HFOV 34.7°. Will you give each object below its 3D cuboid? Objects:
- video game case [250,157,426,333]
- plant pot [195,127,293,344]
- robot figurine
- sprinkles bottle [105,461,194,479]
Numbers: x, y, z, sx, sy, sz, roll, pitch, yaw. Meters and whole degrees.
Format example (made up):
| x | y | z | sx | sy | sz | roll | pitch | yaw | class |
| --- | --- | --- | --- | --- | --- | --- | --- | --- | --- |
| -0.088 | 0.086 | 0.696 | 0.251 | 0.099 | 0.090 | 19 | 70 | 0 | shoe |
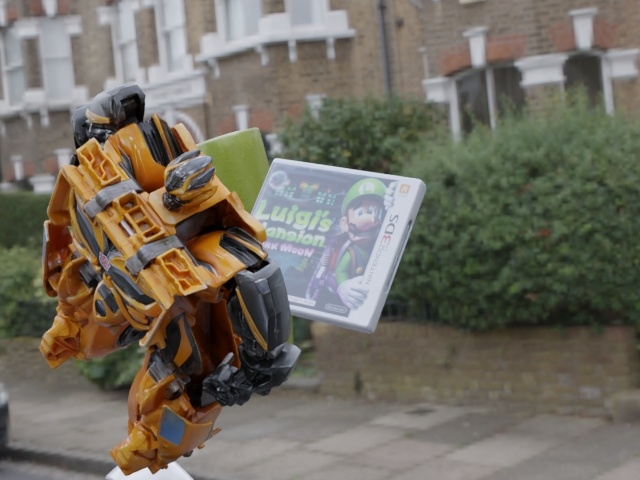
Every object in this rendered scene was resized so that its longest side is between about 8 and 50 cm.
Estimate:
| x | y | z | sx | sy | sz | roll | pitch | yaw | class |
| --- | --- | --- | --- | --- | --- | --- | --- | --- | --- |
| 0.000 | 0.000 | 1.099 | 0.190 | 0.173 | 0.022 | 11 | -21 | 30 | video game case |
| -0.152 | 0.036 | 1.370 | 0.274 | 0.294 | 0.275 | -23 | 3 | 1 | plant pot |
| -0.111 | 0.040 | 0.652 | 0.085 | 0.211 | 0.291 | -30 | -19 | -29 | robot figurine |
| -0.238 | 0.332 | 0.852 | 0.355 | 0.121 | 0.121 | -42 | 18 | -25 | sprinkles bottle |
